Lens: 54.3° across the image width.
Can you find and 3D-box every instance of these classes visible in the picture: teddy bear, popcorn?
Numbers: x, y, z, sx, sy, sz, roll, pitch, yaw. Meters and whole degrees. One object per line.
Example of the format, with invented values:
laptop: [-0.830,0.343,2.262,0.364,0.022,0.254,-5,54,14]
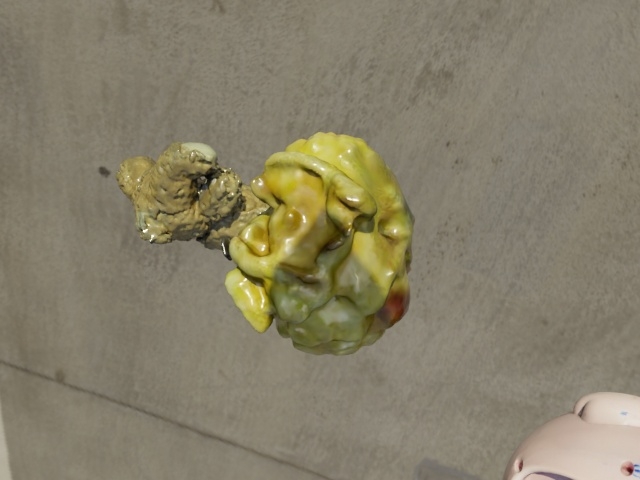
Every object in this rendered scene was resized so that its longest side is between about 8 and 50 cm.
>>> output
teddy bear: [-0.190,-0.060,1.052,0.267,0.256,0.156,-6,78,52]
popcorn: [0.001,0.002,0.601,0.170,0.189,0.218,-8,83,26]

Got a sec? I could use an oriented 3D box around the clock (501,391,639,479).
clock: [0.419,0.385,0.775,0.377,0.251,0.368,-1,87,39]
